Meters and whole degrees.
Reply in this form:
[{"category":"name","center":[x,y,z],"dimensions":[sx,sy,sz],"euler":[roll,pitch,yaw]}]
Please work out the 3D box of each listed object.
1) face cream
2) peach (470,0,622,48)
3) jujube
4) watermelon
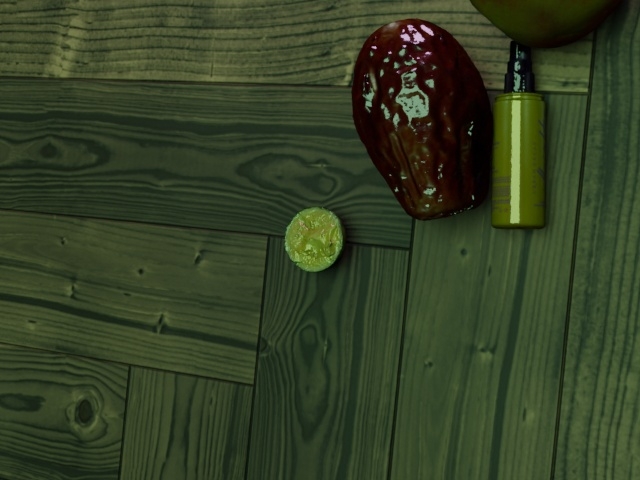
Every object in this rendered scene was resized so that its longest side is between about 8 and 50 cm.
[{"category":"face cream","center":[0.288,-0.154,1.511],"dimensions":[0.078,0.078,0.273],"euler":[0,87,25]},{"category":"peach","center":[0.319,-0.377,1.429],"dimensions":[0.231,0.231,0.231],"euler":[-1,87,25]},{"category":"jujube","center":[0.147,-0.175,1.509],"dimensions":[0.197,0.197,0.290],"euler":[-15,90,24]},{"category":"watermelon","center":[0.000,0.000,1.646],"dimensions":[0.105,0.062,0.106],"euler":[-5,80,30]}]
